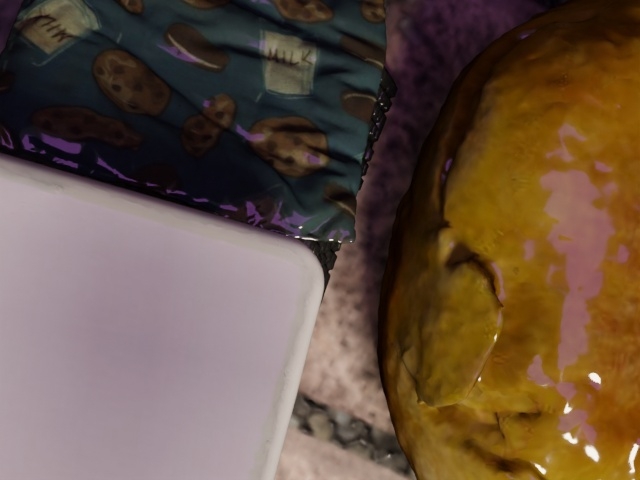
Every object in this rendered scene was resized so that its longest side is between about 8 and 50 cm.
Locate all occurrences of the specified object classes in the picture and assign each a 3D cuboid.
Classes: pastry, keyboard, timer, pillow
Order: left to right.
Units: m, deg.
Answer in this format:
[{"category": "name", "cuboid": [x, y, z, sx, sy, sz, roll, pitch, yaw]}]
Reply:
[{"category": "timer", "cuboid": [-0.128, 0.073, 0.774, 0.194, 0.195, 0.192, 16, 84, -14]}, {"category": "pillow", "cuboid": [-0.057, -0.119, 0.828, 0.189, 0.034, 0.255, 15, 53, -9]}, {"category": "keyboard", "cuboid": [0.000, 0.000, 0.881, 0.013, 0.061, 0.204, 18, 83, 16]}, {"category": "pastry", "cuboid": [0.190, 0.035, 0.876, 0.356, 0.164, 0.356, 1, 85, -13]}]
